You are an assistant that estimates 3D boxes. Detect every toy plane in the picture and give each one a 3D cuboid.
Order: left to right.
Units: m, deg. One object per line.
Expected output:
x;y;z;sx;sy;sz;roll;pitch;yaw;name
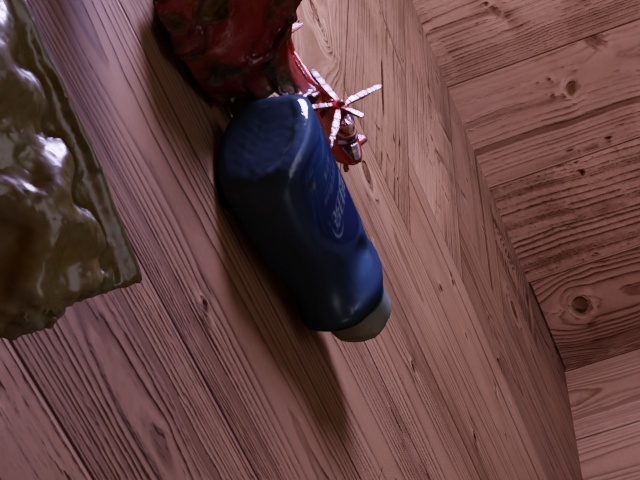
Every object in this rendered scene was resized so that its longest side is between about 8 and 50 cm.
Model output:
-0.010;-0.159;1.869;0.194;0.126;0.077;41;-35;21;toy plane

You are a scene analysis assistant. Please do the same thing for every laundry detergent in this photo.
0.000;0.000;1.597;0.143;0.094;0.290;-87;155;-44;laundry detergent

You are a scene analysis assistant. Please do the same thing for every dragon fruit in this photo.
-0.060;-0.214;1.585;0.262;0.134;0.211;-90;166;-58;dragon fruit

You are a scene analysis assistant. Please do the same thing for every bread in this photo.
-0.197;-0.073;0.815;0.152;0.130;0.267;3;-62;64;bread
